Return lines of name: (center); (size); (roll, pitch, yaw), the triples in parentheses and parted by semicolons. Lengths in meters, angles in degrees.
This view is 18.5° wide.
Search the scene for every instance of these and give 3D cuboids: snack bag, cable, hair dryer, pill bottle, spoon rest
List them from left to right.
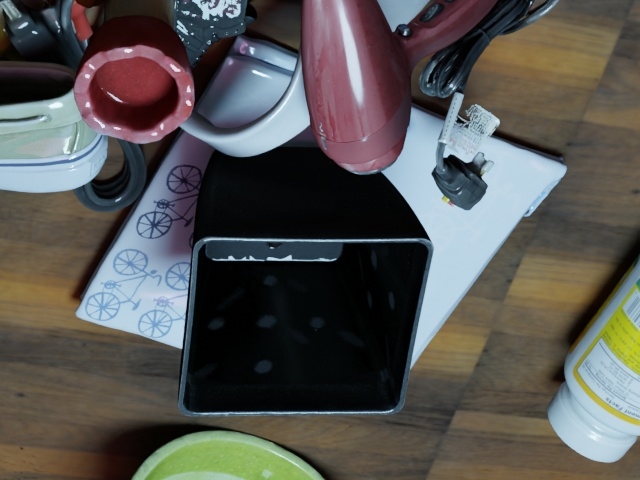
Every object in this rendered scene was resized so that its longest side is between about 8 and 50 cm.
cable: (-0.196, -0.143, 1.592); (0.139, 0.072, 0.287); (-31, 142, 0)
snack bag: (0.000, 0.000, 1.742); (0.342, 0.037, 0.323); (19, 124, -24)
spoon rest: (0.004, -0.166, 1.539); (0.276, 0.084, 0.137); (-46, 145, 12)
hair dryer: (0.067, -0.156, 1.523); (0.293, 0.080, 0.223); (19, 90, -55)
pill bottle: (0.300, 0.106, 1.829); (0.117, 0.117, 0.208); (17, 125, -22)

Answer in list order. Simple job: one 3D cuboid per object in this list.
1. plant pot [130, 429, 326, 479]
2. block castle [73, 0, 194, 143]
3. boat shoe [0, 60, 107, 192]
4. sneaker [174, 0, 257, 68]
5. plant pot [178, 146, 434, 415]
plant pot: (-0.124, 0.365, 1.907); (0.276, 0.276, 0.254); (19, 137, -24)
block castle: (-0.226, -0.275, 1.285); (0.453, 0.213, 0.303); (26, 125, -22)
boat shoe: (-0.317, -0.101, 1.538); (0.302, 0.109, 0.094); (0, 132, 5)
sneaker: (-0.091, -0.173, 1.569); (0.089, 0.051, 0.170); (1, 127, -6)
plant pot: (-0.026, 0.021, 1.623); (0.188, 0.167, 0.187); (0, 128, -11)
